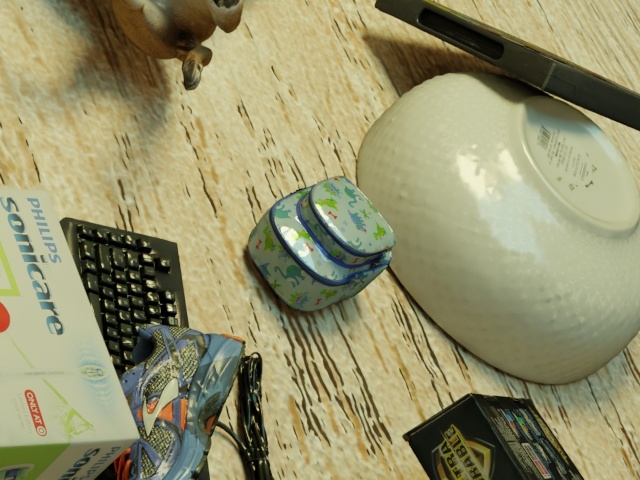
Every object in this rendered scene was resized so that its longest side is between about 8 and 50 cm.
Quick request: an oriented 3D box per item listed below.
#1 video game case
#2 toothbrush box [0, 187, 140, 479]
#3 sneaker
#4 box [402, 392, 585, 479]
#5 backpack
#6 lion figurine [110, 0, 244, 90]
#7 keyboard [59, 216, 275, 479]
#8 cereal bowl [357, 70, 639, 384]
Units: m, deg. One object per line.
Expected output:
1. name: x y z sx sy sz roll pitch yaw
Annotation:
1. video game case: 0.227 -0.178 1.904 0.275 0.035 0.248 14 14 -46
2. toothbrush box: -0.289 0.075 1.205 0.283 0.122 0.206 4 54 -45
3. sneaker: -0.123 0.141 1.320 0.087 0.083 0.221 21 37 -2
4. box: 0.198 0.260 1.465 0.295 0.073 0.293 57 9 12
5. backpack: 0.000 0.000 1.598 0.105 0.084 0.114 52 39 11
6. lion figurine: -0.174 -0.274 1.625 0.142 0.240 0.392 -17 77 -7
7. keyboard: -0.108 0.127 1.414 0.201 0.033 0.317 18 45 -34
8. cereal bowl: 0.207 -0.035 1.795 0.339 0.141 0.339 27 41 -26
